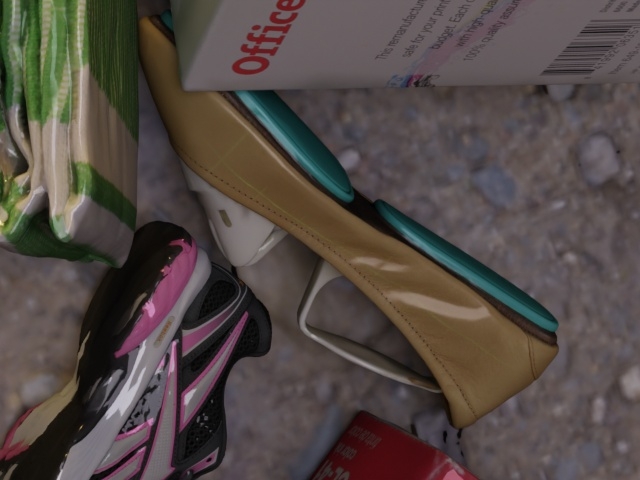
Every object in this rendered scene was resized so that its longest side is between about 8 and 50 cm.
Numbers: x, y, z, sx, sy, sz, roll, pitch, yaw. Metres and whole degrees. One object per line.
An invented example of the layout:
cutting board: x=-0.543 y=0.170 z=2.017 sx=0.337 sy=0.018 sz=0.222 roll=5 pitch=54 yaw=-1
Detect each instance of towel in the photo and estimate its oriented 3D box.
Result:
towel: x=-0.087 y=-0.155 z=0.563 sx=0.038 sy=0.248 sz=0.325 roll=-2 pitch=87 yaw=-2

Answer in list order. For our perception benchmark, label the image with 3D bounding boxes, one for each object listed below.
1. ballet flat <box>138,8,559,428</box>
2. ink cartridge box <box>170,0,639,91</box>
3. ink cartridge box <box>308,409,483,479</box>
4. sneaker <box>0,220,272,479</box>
ballet flat: x=0.000 y=0.000 z=0.707 sx=0.232 sy=0.080 sz=0.073 roll=39 pitch=100 yaw=-13
ink cartridge box: x=0.063 y=-0.166 z=0.631 sx=0.232 sy=0.171 sz=0.168 roll=-3 pitch=71 yaw=-19
ink cartridge box: x=0.025 y=0.261 z=0.703 sx=0.226 sy=0.131 sz=0.306 roll=40 pitch=85 yaw=-15
sneaker: x=-0.078 y=0.087 z=0.695 sx=0.077 sy=0.072 sz=0.178 roll=32 pitch=91 yaw=-26
